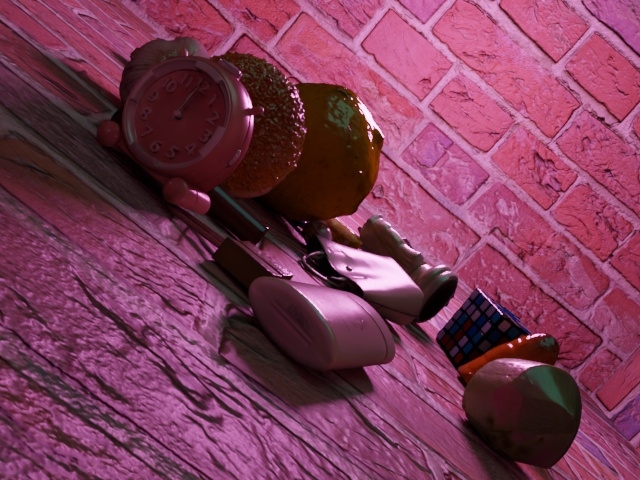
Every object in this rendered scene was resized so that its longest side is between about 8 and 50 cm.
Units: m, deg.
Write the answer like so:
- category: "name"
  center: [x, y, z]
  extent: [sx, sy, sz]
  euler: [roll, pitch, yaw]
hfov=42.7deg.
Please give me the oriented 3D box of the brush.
- category: "brush"
  center: [-0.157, 0.004, 1.320]
  extent: [0.233, 0.047, 0.103]
  euler: [38, 7, 16]

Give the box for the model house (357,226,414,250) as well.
- category: "model house"
  center: [0.196, 0.042, 2.447]
  extent: [0.188, 0.122, 0.229]
  euler: [31, -16, 50]

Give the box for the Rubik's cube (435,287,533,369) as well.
- category: "Rubik's cube"
  center: [0.439, 0.268, 2.118]
  extent: [0.184, 0.187, 0.182]
  euler: [35, 11, -22]

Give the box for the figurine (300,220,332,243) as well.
- category: "figurine"
  center: [0.003, 0.004, 1.968]
  extent: [0.143, 0.068, 0.101]
  euler: [55, 4, -41]

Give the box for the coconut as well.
- category: "coconut"
  center: [0.402, 0.333, 1.588]
  extent: [0.205, 0.236, 0.236]
  euler: [-17, 46, -30]

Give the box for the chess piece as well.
- category: "chess piece"
  center: [0.210, 0.070, 2.189]
  extent: [0.298, 0.176, 0.176]
  euler: [43, 9, 26]

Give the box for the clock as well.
- category: "clock"
  center: [-0.217, -0.198, 1.392]
  extent: [0.227, 0.241, 0.142]
  euler: [38, 4, 20]

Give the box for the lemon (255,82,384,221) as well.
- category: "lemon"
  center: [-0.035, -0.212, 1.995]
  extent: [0.350, 0.387, 0.349]
  euler: [-7, 90, -78]

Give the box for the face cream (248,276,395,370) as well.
- category: "face cream"
  center: [0.019, 0.134, 1.296]
  extent: [0.173, 0.081, 0.348]
  euler: [44, 9, 20]

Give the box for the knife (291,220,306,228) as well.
- category: "knife"
  center: [-0.095, -0.087, 2.124]
  extent: [0.296, 0.026, 0.044]
  euler: [44, 6, 36]

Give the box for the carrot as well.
- category: "carrot"
  center: [0.463, 0.299, 1.936]
  extent: [0.159, 0.225, 0.159]
  euler: [46, 14, -15]

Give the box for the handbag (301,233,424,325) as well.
- category: "handbag"
  center: [0.083, 0.074, 1.831]
  extent: [0.315, 0.109, 0.241]
  euler: [27, 15, -44]

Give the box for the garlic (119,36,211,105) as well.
- category: "garlic"
  center: [-0.324, -0.312, 1.841]
  extent: [0.245, 0.245, 0.253]
  euler: [43, -28, 14]

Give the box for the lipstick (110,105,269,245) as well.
- category: "lipstick"
  center: [-0.245, -0.120, 1.521]
  extent: [0.357, 0.057, 0.057]
  euler: [41, 9, 3]

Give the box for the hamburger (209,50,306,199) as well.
- category: "hamburger"
  center: [-0.168, -0.230, 1.660]
  extent: [0.302, 0.302, 0.170]
  euler: [37, -9, -24]

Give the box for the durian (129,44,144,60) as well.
- category: "durian"
  center: [-0.401, -0.446, 2.308]
  extent: [0.191, 0.112, 0.341]
  euler: [28, 13, -49]

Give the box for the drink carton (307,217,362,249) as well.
- category: "drink carton"
  center: [0.016, -0.037, 2.187]
  extent: [0.200, 0.074, 0.084]
  euler: [39, 8, -18]
